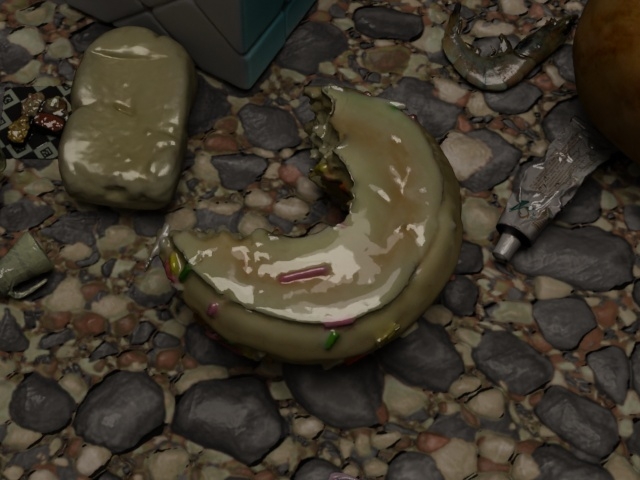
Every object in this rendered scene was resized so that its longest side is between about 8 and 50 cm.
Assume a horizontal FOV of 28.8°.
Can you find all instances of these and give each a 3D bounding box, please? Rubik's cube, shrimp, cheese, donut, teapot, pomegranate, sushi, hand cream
[{"bbox_3d":[-0.150,-0.454,1.649,0.318,0.322,0.316,27,62,14],"label":"Rubik's cube"},{"bbox_3d":[0.255,-0.293,1.735,0.195,0.035,0.148,-38,66,-19],"label":"shrimp"},{"bbox_3d":[-0.245,-0.160,1.613,0.159,0.093,0.263,7,59,-1],"label":"cheese"},{"bbox_3d":[0.011,-0.001,1.496,0.307,0.150,0.371,36,66,16],"label":"donut"},{"bbox_3d":[-0.371,0.036,1.524,0.083,0.057,0.067,-35,96,-13],"label":"teapot"},{"bbox_3d":[0.490,-0.242,1.569,0.338,0.338,0.338,1,61,-1],"label":"pomegranate"},{"bbox_3d":[-0.362,-0.164,1.648,0.126,0.026,0.120,-1,60,-2],"label":"sushi"},{"bbox_3d":[0.295,-0.067,1.602,0.084,0.050,0.257,34,62,19],"label":"hand cream"}]

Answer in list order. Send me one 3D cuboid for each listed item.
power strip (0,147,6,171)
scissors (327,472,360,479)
[{"bbox_3d":[-0.482,-0.155,1.596,0.092,0.034,0.268,-19,43,-21],"label":"power strip"},{"bbox_3d":[0.095,0.313,1.396,0.212,0.021,0.110,-1,63,-1],"label":"scissors"}]
